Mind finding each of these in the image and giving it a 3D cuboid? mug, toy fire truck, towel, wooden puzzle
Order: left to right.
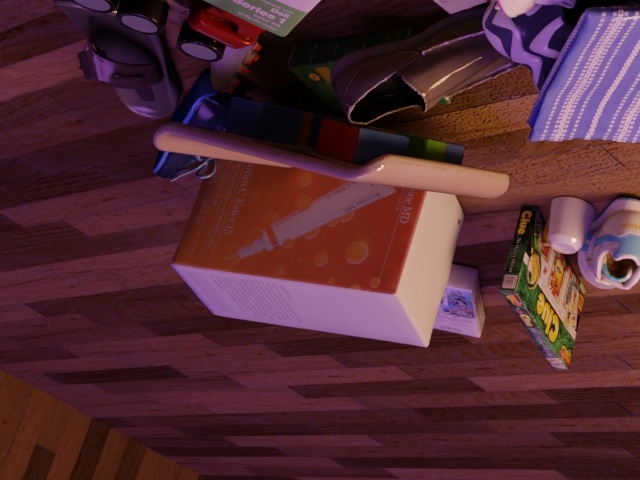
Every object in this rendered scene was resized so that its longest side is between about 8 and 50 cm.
[{"bbox_3d":[-0.126,-0.319,1.673,0.217,0.158,0.246,23,164,-29],"label":"toy fire truck"},{"bbox_3d":[0.019,-0.119,1.926,0.348,0.080,0.322,11,-176,35],"label":"wooden puzzle"},{"bbox_3d":[0.335,-0.014,2.092,0.062,0.064,0.078,14,157,8],"label":"mug"},{"bbox_3d":[0.405,-0.159,1.611,0.336,0.040,0.243,3,154,-8],"label":"towel"}]

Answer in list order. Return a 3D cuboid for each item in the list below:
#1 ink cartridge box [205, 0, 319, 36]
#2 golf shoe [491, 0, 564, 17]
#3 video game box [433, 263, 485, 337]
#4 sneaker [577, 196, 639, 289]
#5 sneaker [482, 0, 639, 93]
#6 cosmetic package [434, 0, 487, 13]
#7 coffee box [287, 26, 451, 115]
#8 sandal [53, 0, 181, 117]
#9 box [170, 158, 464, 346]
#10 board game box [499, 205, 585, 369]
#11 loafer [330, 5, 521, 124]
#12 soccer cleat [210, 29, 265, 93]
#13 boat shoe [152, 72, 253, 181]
[{"bbox_3d":[-0.002,-0.342,1.422,0.117,0.201,0.278,24,156,-16],"label":"ink cartridge box"},{"bbox_3d":[0.205,-0.324,1.457,0.140,0.115,0.306,-2,158,19],"label":"golf shoe"},{"bbox_3d":[0.155,0.082,2.467,0.205,0.048,0.187,11,158,15],"label":"video game box"},{"bbox_3d":[0.396,0.024,2.098,0.087,0.092,0.229,15,158,4],"label":"sneaker"},{"bbox_3d":[0.303,-0.199,1.658,0.235,0.094,0.153,42,157,-26],"label":"sneaker"},{"bbox_3d":[0.125,-0.294,1.644,0.115,0.041,0.060,34,152,-33],"label":"cosmetic package"},{"bbox_3d":[0.063,-0.205,1.892,0.184,0.040,0.113,-3,147,42],"label":"coffee box"},{"bbox_3d":[-0.258,-0.229,2.018,0.120,0.086,0.303,11,157,20],"label":"sandal"},{"bbox_3d":[0.000,0.000,2.179,0.345,0.215,0.168,7,154,24],"label":"box"},{"bbox_3d":[0.321,0.072,2.206,0.030,0.136,0.260,6,155,30],"label":"board game box"},{"bbox_3d":[0.131,-0.187,1.757,0.251,0.087,0.094,-18,140,23],"label":"loafer"},{"bbox_3d":[-0.113,-0.249,1.908,0.076,0.068,0.196,34,156,2],"label":"soccer cleat"},{"bbox_3d":[-0.166,-0.138,2.136,0.089,0.109,0.258,20,159,-14],"label":"boat shoe"}]
